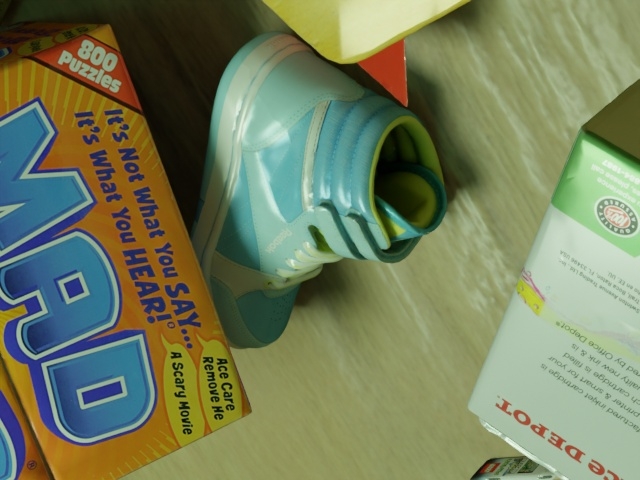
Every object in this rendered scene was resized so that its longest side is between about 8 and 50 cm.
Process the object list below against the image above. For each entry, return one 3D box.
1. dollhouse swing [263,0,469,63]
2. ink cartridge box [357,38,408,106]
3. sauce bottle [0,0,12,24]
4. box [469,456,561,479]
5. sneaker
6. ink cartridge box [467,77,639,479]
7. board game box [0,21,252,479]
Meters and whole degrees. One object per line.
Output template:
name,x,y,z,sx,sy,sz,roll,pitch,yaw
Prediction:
dollhouse swing,0.191,-0.151,0.741,0.315,0.347,0.305,-24,99,46
ink cartridge box,-0.003,-0.232,0.993,0.189,0.066,0.232,-130,32,-48
sauce bottle,-0.321,-0.255,1.329,0.042,0.042,0.128,47,137,7
box,0.224,0.290,1.203,0.114,0.036,0.207,-12,107,44
sneaker,0.000,0.000,1.154,0.208,0.127,0.319,28,131,26
ink cartridge box,0.244,0.057,0.928,0.201,0.117,0.278,34,135,20
board game box,-0.331,0.031,1.200,0.356,0.356,0.356,22,133,65
